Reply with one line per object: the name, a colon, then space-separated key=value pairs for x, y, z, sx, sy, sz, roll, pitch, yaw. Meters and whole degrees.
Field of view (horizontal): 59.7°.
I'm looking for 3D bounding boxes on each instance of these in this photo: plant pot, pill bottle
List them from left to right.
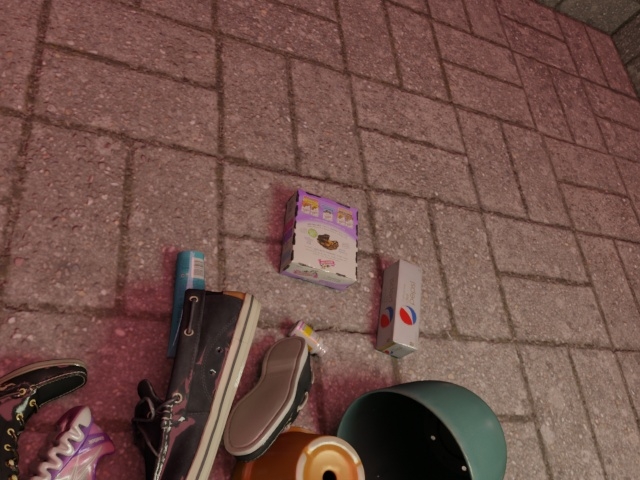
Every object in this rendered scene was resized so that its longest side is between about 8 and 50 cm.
plant pot: x=-0.026 y=0.416 z=0.957 sx=0.205 sy=0.188 sz=0.205 roll=14 pitch=58 yaw=-23
pill bottle: x=-0.025 y=0.208 z=1.167 sx=0.083 sy=0.043 sz=0.043 roll=41 pitch=51 yaw=-5
plant pot: x=0.214 y=0.399 z=1.059 sx=0.235 sy=0.293 sz=0.293 roll=-5 pitch=66 yaw=-47

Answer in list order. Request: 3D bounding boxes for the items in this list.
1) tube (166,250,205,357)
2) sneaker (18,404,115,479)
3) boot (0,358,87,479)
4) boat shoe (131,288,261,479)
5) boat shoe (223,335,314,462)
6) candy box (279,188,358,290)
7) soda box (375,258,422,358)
tube: x=-0.253 y=0.124 z=1.080 sx=0.080 sy=0.052 sz=0.207 roll=5 pitch=69 yaw=-22
sneaker: x=-0.396 y=0.373 z=0.833 sx=0.104 sy=0.095 sz=0.236 roll=47 pitch=52 yaw=-23
boot: x=-0.445 y=0.284 z=0.815 sx=0.236 sy=0.085 sz=0.178 roll=-16 pitch=50 yaw=-29
boat shoe: x=-0.234 y=0.295 z=0.911 sx=0.156 sy=0.187 sz=0.500 roll=20 pitch=58 yaw=-8
boat shoe: x=-0.075 y=0.291 z=1.001 sx=0.302 sy=0.114 sz=0.091 roll=-53 pitch=131 yaw=-57
candy box: x=0.000 y=0.000 z=1.282 sx=0.165 sy=0.070 sz=0.196 roll=18 pitch=56 yaw=-22
soda box: x=0.185 y=0.157 z=1.300 sx=0.069 sy=0.074 sz=0.216 roll=22 pitch=55 yaw=-19
